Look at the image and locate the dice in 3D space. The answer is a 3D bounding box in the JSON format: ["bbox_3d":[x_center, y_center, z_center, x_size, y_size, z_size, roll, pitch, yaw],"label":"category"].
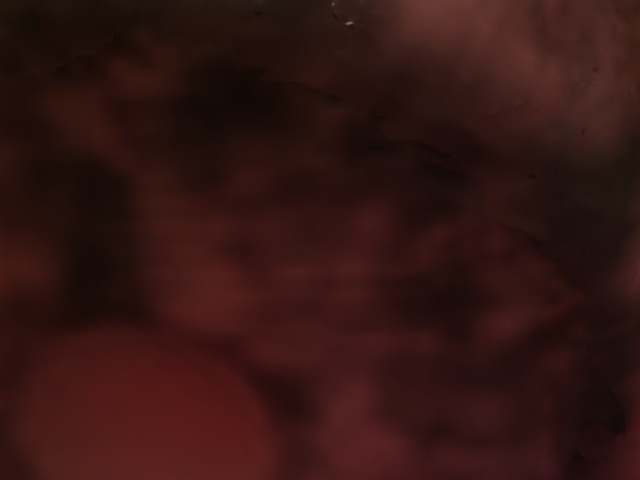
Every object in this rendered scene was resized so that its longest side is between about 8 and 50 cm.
[{"bbox_3d":[-0.033,-0.018,0.605,0.331,0.327,0.348,-1,32,8],"label":"dice"}]
